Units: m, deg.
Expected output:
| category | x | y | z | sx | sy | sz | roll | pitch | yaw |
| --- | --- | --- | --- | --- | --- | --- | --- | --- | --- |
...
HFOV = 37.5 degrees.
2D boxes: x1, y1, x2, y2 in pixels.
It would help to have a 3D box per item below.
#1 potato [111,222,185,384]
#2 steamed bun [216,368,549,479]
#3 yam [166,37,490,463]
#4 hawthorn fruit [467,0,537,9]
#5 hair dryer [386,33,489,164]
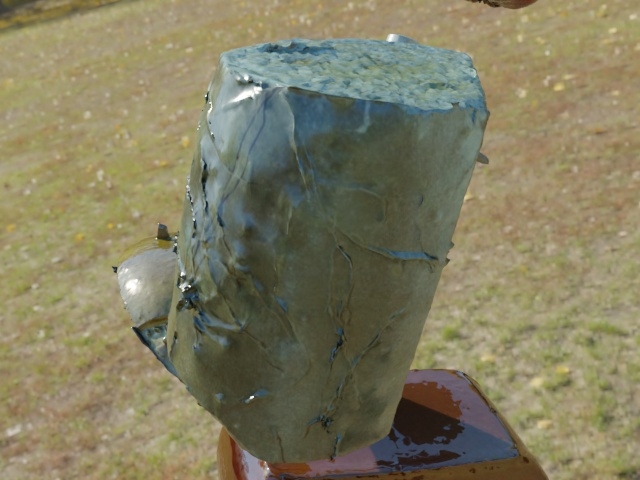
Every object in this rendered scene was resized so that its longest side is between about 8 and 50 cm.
| category | x | y | z | sx | sy | sz | roll | pitch | yaw |
| --- | --- | --- | --- | --- | --- | --- | --- | --- | --- |
| potato | -0.105 | 0.060 | 1.048 | 0.116 | 0.239 | 0.299 | -56 | 28 | 16 |
| steamed bun | 0.067 | 0.315 | 1.137 | 0.380 | 0.248 | 0.235 | -2 | 27 | -17 |
| yam | -0.005 | 0.000 | 0.668 | 0.202 | 0.271 | 0.202 | 8 | 19 | 2 |
| hawthorn fruit | 0.279 | -0.457 | 1.436 | 0.185 | 0.202 | 0.185 | 14 | 19 | -5 |
| hair dryer | 0.142 | -0.151 | 1.147 | 0.183 | 0.154 | 0.044 | 14 | 8 | -20 |
